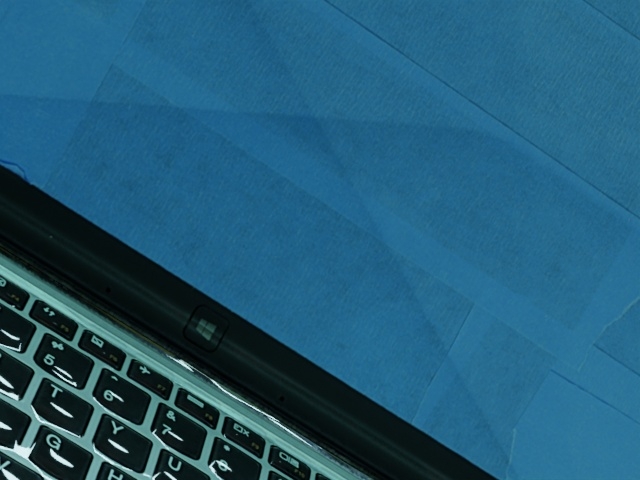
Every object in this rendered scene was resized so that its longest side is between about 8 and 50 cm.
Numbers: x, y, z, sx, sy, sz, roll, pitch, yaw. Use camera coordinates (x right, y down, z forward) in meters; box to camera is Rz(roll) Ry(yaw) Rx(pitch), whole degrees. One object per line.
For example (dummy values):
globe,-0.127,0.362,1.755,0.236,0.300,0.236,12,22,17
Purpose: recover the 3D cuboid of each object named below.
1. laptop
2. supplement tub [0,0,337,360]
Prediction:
laptop,0.000,0.000,0.509,0.382,0.236,0.408,33,28,-11
supplement tub,-0.069,-0.046,0.709,0.144,0.200,0.144,35,23,-17
